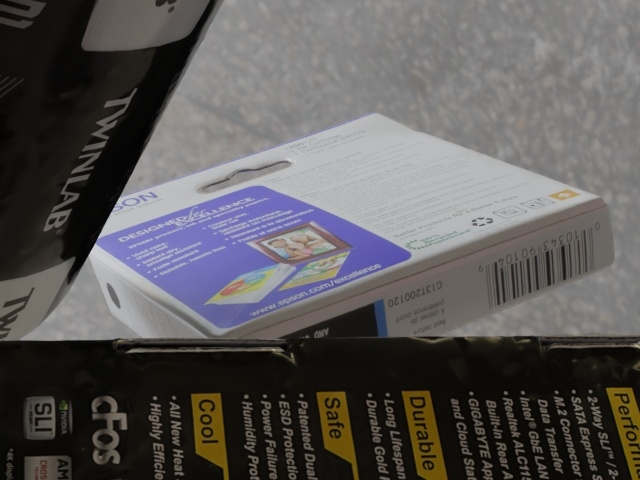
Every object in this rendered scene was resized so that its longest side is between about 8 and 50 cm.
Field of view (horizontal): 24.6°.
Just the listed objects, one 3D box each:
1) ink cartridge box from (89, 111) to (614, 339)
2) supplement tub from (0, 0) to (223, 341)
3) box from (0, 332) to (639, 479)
[{"bbox_3d":[0.000,0.000,0.732,0.206,0.208,0.045,-20,115,-23],"label":"ink cartridge box"},{"bbox_3d":[-0.154,-0.092,0.563,0.207,0.207,0.338,45,125,19],"label":"supplement tub"},{"bbox_3d":[0.037,0.170,0.329,0.257,0.079,0.322,1,52,-14],"label":"box"}]
